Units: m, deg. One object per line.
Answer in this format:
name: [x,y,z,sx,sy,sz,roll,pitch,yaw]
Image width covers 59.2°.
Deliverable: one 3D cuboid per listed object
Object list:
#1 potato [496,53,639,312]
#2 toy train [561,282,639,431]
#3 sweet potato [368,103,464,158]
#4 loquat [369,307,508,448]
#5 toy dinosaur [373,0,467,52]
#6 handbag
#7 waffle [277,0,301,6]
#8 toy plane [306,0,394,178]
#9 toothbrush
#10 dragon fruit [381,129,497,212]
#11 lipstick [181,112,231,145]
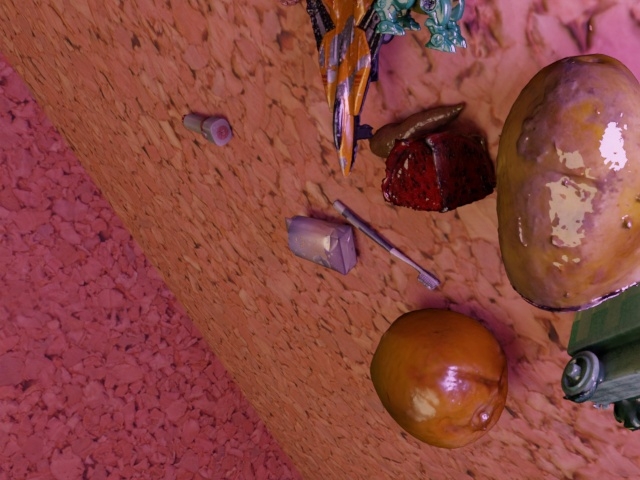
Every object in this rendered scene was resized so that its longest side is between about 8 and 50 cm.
potato: [0.300,-0.082,0.659,0.229,0.229,0.266,12,135,48]
toy train: [0.432,0.120,0.718,0.120,0.202,0.301,28,151,-1]
sweet potato: [0.144,-0.169,0.919,0.226,0.068,0.068,-10,116,56]
loquat: [0.232,0.275,1.142,0.284,0.276,0.275,27,145,41]
toy dinosaur: [0.109,-0.327,0.709,0.259,0.094,0.153,16,119,25]
handbag: [0.000,0.000,1.311,0.173,0.095,0.117,17,134,33]
waffle: [-0.055,-0.425,0.924,0.083,0.029,0.075,7,131,49]
toy plane: [0.052,-0.256,0.869,0.204,0.103,0.315,19,124,45]
toothbrush: [0.132,0.008,1.192,0.288,0.026,0.024,41,148,17]
dragon fruit: [0.177,-0.115,0.895,0.161,0.127,0.120,9,115,54]
lipstick: [-0.301,-0.288,1.415,0.186,0.057,0.063,25,144,42]
